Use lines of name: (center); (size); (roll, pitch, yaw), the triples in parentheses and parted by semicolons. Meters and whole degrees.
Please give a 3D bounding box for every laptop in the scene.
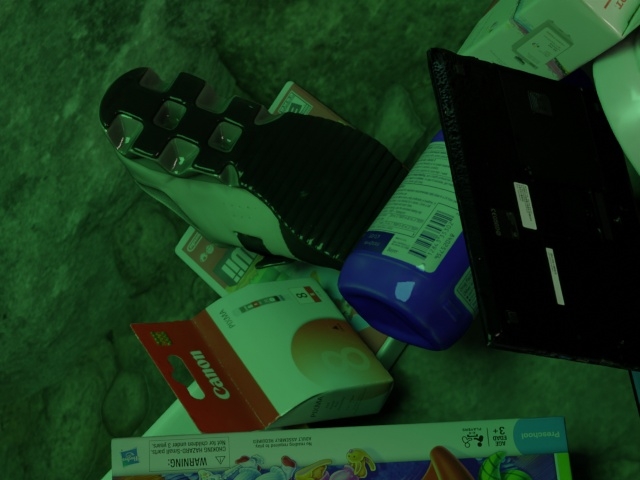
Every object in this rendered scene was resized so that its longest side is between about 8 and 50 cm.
laptop: (0.166, 0.014, 1.266); (0.136, 0.264, 0.234); (-41, 49, 44)

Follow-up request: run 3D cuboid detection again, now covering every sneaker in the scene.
sneaker: (-0.039, -0.040, 1.555); (0.330, 0.146, 0.122); (27, 64, 21)

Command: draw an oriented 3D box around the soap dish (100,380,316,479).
soap dish: (-0.091, 0.264, 1.490); (0.291, 0.118, 0.229); (-48, 50, 14)

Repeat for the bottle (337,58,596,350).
bottle: (0.132, -0.045, 1.416); (0.118, 0.092, 0.283); (14, 63, 50)

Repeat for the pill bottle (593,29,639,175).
pill bottle: (0.372, -0.156, 1.240); (0.334, 0.188, 0.188); (-30, 56, 27)

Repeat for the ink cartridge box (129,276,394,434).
ink cartridge box: (-0.049, 0.093, 1.454); (0.145, 0.179, 0.045); (51, 130, 39)

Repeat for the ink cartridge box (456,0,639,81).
ink cartridge box: (0.196, -0.188, 1.317); (0.115, 0.067, 0.198); (-56, 13, -31)

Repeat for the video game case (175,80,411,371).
video game case: (0.000, 0.000, 1.587); (0.285, 0.025, 0.204); (40, 99, 41)

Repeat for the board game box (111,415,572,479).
board game box: (0.021, 0.260, 1.291); (0.347, 0.078, 0.233); (-3, 62, -3)
